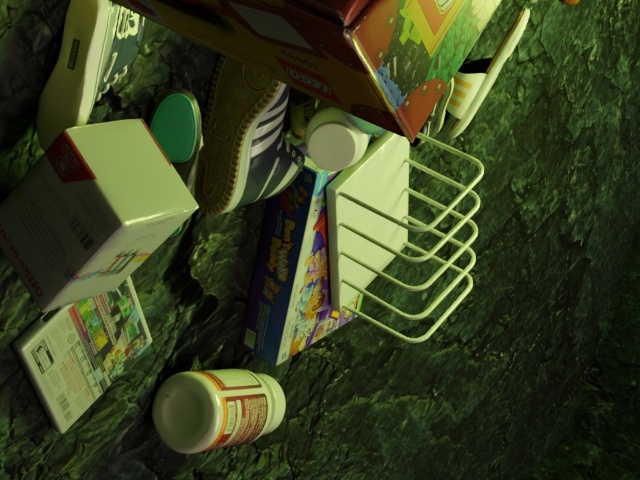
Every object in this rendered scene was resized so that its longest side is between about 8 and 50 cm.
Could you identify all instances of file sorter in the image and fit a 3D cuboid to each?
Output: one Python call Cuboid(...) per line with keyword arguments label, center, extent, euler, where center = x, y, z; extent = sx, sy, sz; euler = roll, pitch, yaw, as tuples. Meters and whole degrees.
Cuboid(label="file sorter", center=(0.136, -0.005, 1.983), extent=(0.193, 0.173, 0.278), euler=(-44, 149, -32))

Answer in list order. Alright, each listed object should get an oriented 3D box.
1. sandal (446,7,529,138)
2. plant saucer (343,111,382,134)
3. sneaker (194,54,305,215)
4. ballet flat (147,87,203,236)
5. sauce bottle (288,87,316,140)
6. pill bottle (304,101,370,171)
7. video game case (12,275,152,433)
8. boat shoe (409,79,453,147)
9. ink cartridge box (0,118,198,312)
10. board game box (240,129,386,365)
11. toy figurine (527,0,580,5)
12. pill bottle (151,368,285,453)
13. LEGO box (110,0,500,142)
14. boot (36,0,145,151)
Cuboid(label="sandal", center=(0.273, -0.302, 2.228), extent=(0.265, 0.076, 0.102), euler=(-61, 178, 26))
Cuboid(label="plant saucer", center=(0.064, -0.302, 1.710), extent=(0.317, 0.043, 0.318), euler=(-7, 90, -66))
Cuboid(label="sneaker", center=(-0.073, -0.170, 1.706), extent=(0.153, 0.099, 0.282), euler=(-11, 129, -56))
Cuboid(label="ballet flat", center=(-0.184, -0.104, 1.618), extent=(0.074, 0.074, 0.203), euler=(-26, 131, -50))
Cuboid(label="sauce bottle", center=(-0.026, -0.201, 1.826), extent=(0.042, 0.042, 0.128), euler=(-45, 150, -31))
Cuboid(label="pill bottle", center=(0.025, -0.149, 1.756), extent=(0.160, 0.087, 0.087), euler=(-70, 178, -69))
Cuboid(label="video game case", center=(-0.306, 0.133, 1.667), extent=(0.183, 0.023, 0.201), euler=(-47, 149, -27))
Cuboid(label="boat shoe", center=(0.171, -0.234, 2.115), extent=(0.065, 0.075, 0.206), euler=(-50, 156, -30))
Cuboid(label="ink cartridge box", center=(-0.254, -0.028, 1.412), extent=(0.176, 0.128, 0.127), euler=(-41, 167, 33))
Cuboid(label="board game box", center=(0.000, 0.000, 2.026), extent=(0.233, 0.078, 0.347), euler=(-28, 138, -49))
Cuboid(label="toy figurine", center=(0.387, -0.492, 2.091), extent=(0.209, 0.148, 0.213), euler=(-84, -170, -70))
Cuboid(label="pill bottle", center=(-0.150, 0.257, 1.957), extent=(0.221, 0.121, 0.121), euler=(8, 108, -62))
Cuboid(label="LEGO box", center=(-0.053, -0.366, 1.096), extent=(0.372, 0.500, 0.193), euler=(-57, 153, -8))
Cuboid(label="boot", center=(-0.247, -0.182, 1.410), extent=(0.086, 0.069, 0.190), euler=(0, 115, -55))
